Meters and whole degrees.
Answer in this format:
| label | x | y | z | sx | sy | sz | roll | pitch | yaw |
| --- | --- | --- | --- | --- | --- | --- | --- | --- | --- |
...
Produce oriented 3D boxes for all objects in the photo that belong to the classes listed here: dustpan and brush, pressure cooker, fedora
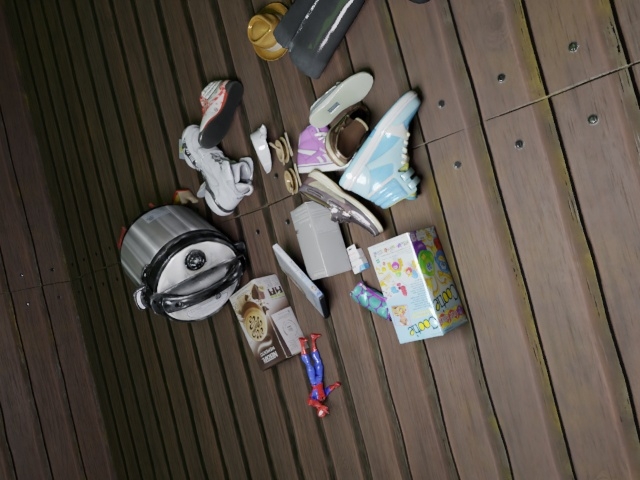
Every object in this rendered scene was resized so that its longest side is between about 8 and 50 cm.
| label | x | y | z | sx | sy | sz | roll | pitch | yaw |
| --- | --- | --- | --- | --- | --- | --- | --- | --- | --- |
| dustpan and brush | -0.197 | -0.331 | 1.757 | 0.060 | 0.211 | 0.147 | -22 | 76 | -1 |
| pressure cooker | -0.502 | 0.096 | 1.916 | 0.420 | 0.376 | 0.369 | 32 | 93 | 43 |
| fedora | -0.177 | -0.683 | 1.702 | 0.195 | 0.079 | 0.194 | 9 | 105 | 40 |

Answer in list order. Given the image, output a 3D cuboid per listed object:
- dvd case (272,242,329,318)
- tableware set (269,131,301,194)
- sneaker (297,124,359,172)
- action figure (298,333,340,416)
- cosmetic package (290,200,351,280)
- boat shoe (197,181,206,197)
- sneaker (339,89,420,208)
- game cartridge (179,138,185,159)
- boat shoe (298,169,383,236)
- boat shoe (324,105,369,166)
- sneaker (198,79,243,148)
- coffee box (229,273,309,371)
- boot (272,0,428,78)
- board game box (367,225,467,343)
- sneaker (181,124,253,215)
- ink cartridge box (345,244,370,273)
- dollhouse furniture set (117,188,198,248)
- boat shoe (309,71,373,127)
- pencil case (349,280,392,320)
| label | x | y | z | sx | sy | sz | roll | pitch | yaw |
| --- | --- | --- | --- | --- | --- | --- | --- | --- | --- |
| dvd case | -0.063 | 0.136 | 1.725 | 0.253 | 0.022 | 0.180 | 46 | 164 | 26 |
| tableware set | -0.118 | -0.246 | 1.722 | 0.128 | 0.039 | 0.194 | 152 | 102 | -71 |
| sneaker | 0.031 | -0.288 | 1.581 | 0.282 | 0.102 | 0.160 | 4 | 98 | 41 |
| action figure | 0.006 | 0.463 | 1.750 | 0.139 | 0.092 | 0.280 | -1 | 97 | 51 |
| cosmetic package | 0.000 | 0.000 | 1.645 | 0.127 | 0.107 | 0.237 | -26 | 77 | 59 |
| boat shoe | -0.464 | -0.210 | 2.086 | 0.100 | 0.035 | 0.035 | -44 | 42 | 42 |
| sneaker | 0.219 | -0.230 | 1.425 | 0.208 | 0.127 | 0.318 | 35 | 101 | 0 |
| game cartridge | -0.561 | -0.375 | 2.150 | 0.056 | 0.017 | 0.083 | 12 | 106 | 36 |
| boat shoe | 0.058 | -0.095 | 1.550 | 0.285 | 0.103 | 0.092 | 40 | 83 | 11 |
| boat shoe | 0.082 | -0.303 | 1.443 | 0.095 | 0.257 | 0.095 | 41 | 127 | -21 |
| sneaker | -0.389 | -0.456 | 1.880 | 0.145 | 0.090 | 0.269 | 20 | 82 | 41 |
| coffee box | -0.187 | 0.294 | 1.873 | 0.168 | 0.119 | 0.297 | -37 | 73 | 39 |
| boot | 0.079 | -0.624 | 1.433 | 0.445 | 0.146 | 0.366 | -43 | 60 | 34 |
| board game box | 0.264 | 0.119 | 1.419 | 0.144 | 0.142 | 0.275 | -23 | 82 | 42 |
| sneaker | -0.367 | -0.290 | 1.916 | 0.210 | 0.137 | 0.365 | -28 | 85 | 41 |
| ink cartridge box | 0.113 | 0.056 | 1.618 | 0.048 | 0.028 | 0.083 | -33 | 77 | 41 |
| dollhouse furniture set | -0.693 | -0.073 | 2.200 | 0.152 | 0.201 | 0.374 | 50 | 127 | 23 |
| boat shoe | 0.052 | -0.429 | 1.540 | 0.228 | 0.079 | 0.081 | -35 | 44 | 24 |
| pencil case | 0.165 | 0.181 | 1.572 | 0.152 | 0.064 | 0.070 | 28 | 141 | 34 |
